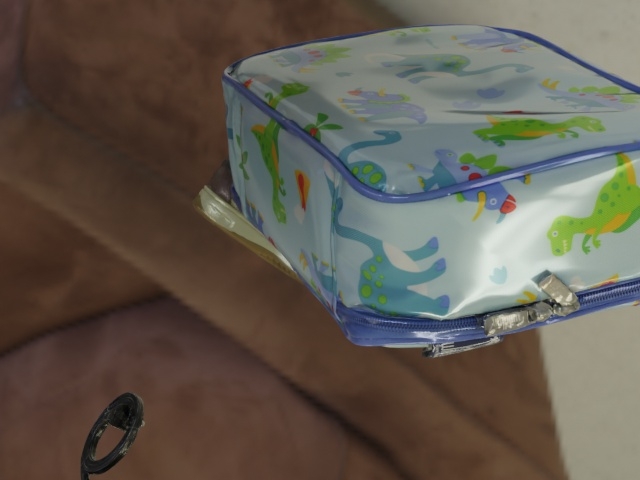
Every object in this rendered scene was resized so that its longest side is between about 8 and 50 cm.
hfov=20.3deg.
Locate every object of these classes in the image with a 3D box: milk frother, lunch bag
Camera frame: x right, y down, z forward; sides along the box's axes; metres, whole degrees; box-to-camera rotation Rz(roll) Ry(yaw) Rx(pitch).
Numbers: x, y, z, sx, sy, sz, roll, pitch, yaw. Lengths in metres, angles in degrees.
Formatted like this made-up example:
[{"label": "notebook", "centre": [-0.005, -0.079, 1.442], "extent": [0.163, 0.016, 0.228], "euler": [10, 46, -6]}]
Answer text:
[{"label": "milk frother", "centre": [-0.123, 0.204, 1.321], "extent": [0.129, 0.143, 0.135], "euler": [27, 174, 44]}, {"label": "lunch bag", "centre": [0.063, -0.033, 0.806], "extent": [0.176, 0.219, 0.090], "euler": [-13, 114, -19]}]

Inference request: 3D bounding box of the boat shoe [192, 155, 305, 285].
[{"label": "boat shoe", "centre": [0.000, 0.000, 1.013], "extent": [0.152, 0.049, 0.056], "euler": [30, -173, 7]}]
